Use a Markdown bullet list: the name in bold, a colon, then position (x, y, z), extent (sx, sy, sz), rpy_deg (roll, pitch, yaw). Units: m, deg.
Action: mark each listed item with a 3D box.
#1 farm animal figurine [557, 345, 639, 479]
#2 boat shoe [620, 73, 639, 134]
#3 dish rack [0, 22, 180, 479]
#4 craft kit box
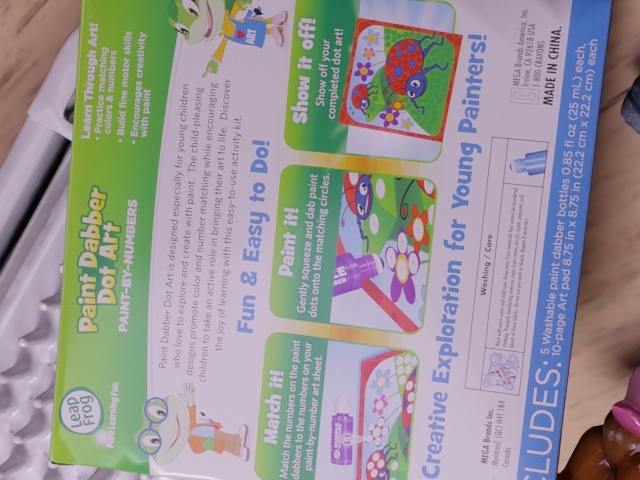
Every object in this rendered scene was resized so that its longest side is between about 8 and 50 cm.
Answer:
- **farm animal figurine**: position (0.266, 0.128, 0.456), extent (0.327, 0.172, 0.330), rpy_deg (50, 168, 0)
- **boat shoe**: position (0.223, -0.045, 0.472), extent (0.183, 0.065, 0.083), rpy_deg (34, 130, 16)
- **dish rack**: position (-0.070, 0.068, 0.611), extent (0.285, 0.072, 0.333), rpy_deg (32, 99, 6)
- **craft kit box**: position (0.000, 0.000, 0.531), extent (0.246, 0.061, 0.250), rpy_deg (7, 96, 8)
